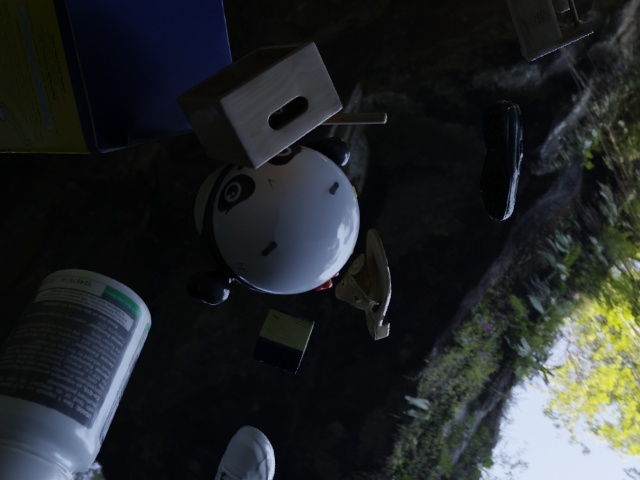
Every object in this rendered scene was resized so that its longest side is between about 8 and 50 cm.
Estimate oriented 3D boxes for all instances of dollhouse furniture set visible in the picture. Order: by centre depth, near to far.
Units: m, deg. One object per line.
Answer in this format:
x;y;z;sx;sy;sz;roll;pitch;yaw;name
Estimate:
0.205;-0.308;0.748;0.129;0.183;0.129;-23;-156;12;dollhouse furniture set

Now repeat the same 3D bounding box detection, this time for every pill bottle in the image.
-0.425;0.240;1.035;0.204;0.204;0.361;-20;-142;31;pill bottle

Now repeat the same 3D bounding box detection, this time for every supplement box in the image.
-0.294;-0.221;0.825;0.356;0.194;0.195;8;-68;46;supplement box
-0.065;0.173;1.134;0.083;0.083;0.056;-69;179;-50;supplement box

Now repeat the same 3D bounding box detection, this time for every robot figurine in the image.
-0.065;-0.026;0.782;0.278;0.173;0.209;-178;-89;-70;robot figurine

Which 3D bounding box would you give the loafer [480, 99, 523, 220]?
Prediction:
0.349;-0.150;1.218;0.076;0.078;0.223;11;-75;57;loafer

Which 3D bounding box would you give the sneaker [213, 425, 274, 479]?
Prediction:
-0.188;0.509;1.256;0.108;0.169;0.292;27;-61;18;sneaker

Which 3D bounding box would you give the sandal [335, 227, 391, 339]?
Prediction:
0.064;0.090;1.060;0.079;0.240;0.088;-17;-135;-9;sandal

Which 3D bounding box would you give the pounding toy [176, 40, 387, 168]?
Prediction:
-0.038;-0.129;0.632;0.141;0.100;0.130;-37;-151;-19;pounding toy

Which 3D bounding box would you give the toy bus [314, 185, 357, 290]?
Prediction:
0.000;0.000;1.457;0.220;0.149;0.211;-25;-96;50;toy bus
